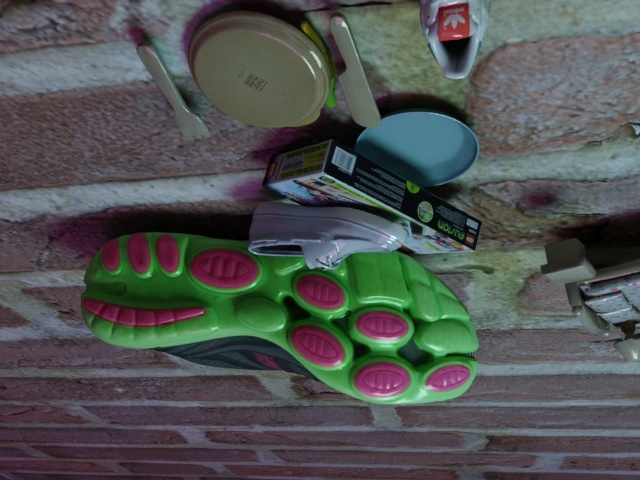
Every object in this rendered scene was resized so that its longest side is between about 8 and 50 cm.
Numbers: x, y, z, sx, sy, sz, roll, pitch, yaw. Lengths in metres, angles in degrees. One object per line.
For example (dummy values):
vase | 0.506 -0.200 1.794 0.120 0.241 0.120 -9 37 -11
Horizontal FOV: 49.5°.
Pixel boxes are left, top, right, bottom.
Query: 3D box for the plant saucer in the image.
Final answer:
plant saucer | 0.092 -0.093 0.672 0.120 0.021 0.119 4 150 2

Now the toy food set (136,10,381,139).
toy food set | -0.050 -0.145 0.594 0.192 0.038 0.132 -1 143 19

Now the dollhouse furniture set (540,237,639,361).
dollhouse furniture set | 0.453 0.096 0.747 0.303 0.173 0.356 -18 154 32

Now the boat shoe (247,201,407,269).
boat shoe | 0.000 0.000 0.719 0.184 0.063 0.066 9 165 28

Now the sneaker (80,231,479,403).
sneaker | -0.044 0.084 0.863 0.483 0.185 0.202 11 172 11

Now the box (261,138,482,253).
box | 0.056 -0.038 0.723 0.207 0.036 0.114 24 164 -30

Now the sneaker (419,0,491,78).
sneaker | 0.094 -0.179 0.467 0.057 0.075 0.161 -1 150 9
